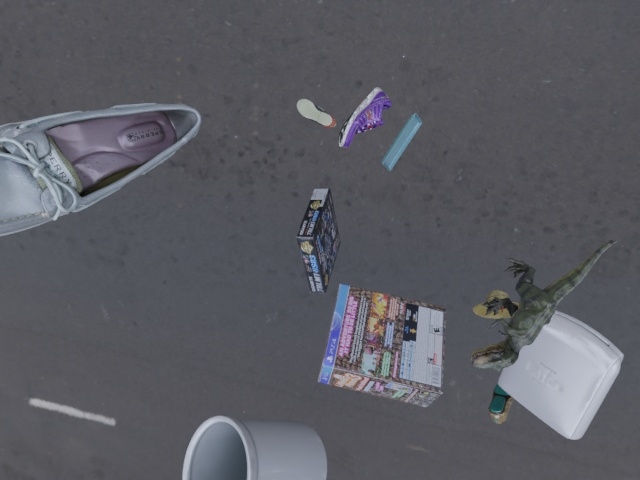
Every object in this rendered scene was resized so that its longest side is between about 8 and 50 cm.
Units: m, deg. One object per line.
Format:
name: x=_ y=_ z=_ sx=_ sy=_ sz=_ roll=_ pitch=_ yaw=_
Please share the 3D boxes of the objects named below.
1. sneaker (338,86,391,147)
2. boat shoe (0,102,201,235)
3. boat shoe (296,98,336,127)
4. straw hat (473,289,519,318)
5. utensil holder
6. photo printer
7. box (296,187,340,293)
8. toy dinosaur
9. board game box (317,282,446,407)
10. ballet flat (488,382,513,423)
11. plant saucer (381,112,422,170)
sneaker: x=0.104 y=-0.272 z=0.927 sx=0.071 sy=0.068 sz=0.169 roll=40 pitch=78 yaw=-6
boat shoe: x=-0.290 y=-0.105 z=0.505 sx=0.103 sy=0.320 sz=0.118 roll=-5 pitch=113 yaw=38
boat shoe: x=-0.013 y=-0.383 z=1.242 sx=0.137 sy=0.043 sz=0.049 roll=35 pitch=108 yaw=19
straw hat: x=0.541 y=0.185 z=1.252 sx=0.145 sy=0.061 sz=0.144 roll=7 pitch=151 yaw=4
utensil holder: x=-0.212 y=0.779 z=1.402 sx=0.328 sy=0.327 sz=0.386 roll=-36 pitch=140 yaw=23
photo printer: x=0.666 y=0.357 z=1.156 sx=0.107 sy=0.256 sz=0.307 roll=-9 pitch=120 yaw=-33
box: x=0.000 y=0.000 z=1.567 sx=0.074 sy=0.293 sz=0.295 roll=2 pitch=133 yaw=17
toy dinosaur: x=0.323 y=0.092 z=0.642 sx=0.064 sy=0.118 sz=0.268 roll=42 pitch=90 yaw=-22
board game box: x=0.161 y=0.272 z=1.073 sx=0.291 sy=0.231 sz=0.141 roll=13 pitch=144 yaw=4
ballet flat: x=0.642 y=0.566 z=1.448 sx=0.073 sy=0.206 sz=0.067 roll=2 pitch=112 yaw=43
plant saucer: x=0.264 y=-0.323 z=1.347 sx=0.018 sy=0.067 sz=0.192 roll=38 pitch=98 yaw=33
